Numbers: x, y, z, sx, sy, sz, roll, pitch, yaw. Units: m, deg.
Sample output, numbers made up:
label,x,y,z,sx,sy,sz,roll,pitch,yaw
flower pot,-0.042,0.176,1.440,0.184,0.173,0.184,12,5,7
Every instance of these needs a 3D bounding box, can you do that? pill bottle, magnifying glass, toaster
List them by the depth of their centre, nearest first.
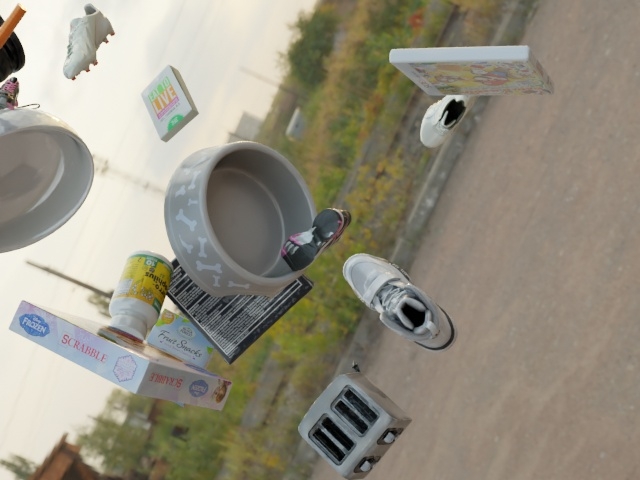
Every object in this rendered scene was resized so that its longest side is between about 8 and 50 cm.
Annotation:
label,x,y,z,sx,sy,sz,roll,pitch,yaw
magnifying glass,-0.623,-0.346,1.686,0.231,0.026,0.092,-47,29,12
toaster,0.065,0.368,1.837,0.168,0.185,0.110,-52,-22,8
pill bottle,-0.426,0.135,2.115,0.117,0.117,0.208,119,167,-52

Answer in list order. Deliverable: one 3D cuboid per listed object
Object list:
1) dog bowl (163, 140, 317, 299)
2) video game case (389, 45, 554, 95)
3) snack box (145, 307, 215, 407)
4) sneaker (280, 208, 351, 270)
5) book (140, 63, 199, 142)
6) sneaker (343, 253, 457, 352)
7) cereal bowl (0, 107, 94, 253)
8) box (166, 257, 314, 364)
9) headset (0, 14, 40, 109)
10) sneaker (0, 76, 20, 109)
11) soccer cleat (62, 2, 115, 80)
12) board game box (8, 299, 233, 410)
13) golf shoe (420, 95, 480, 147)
label,x,y,z,sx,sy,sz,roll,pitch,yaw
dog bowl,-0.147,-0.045,1.854,0.102,0.349,0.349,-21,38,45
video game case,0.255,-0.277,1.491,0.206,0.227,0.026,16,-101,-64
snack box,-0.390,0.313,2.412,0.070,0.174,0.207,105,-169,-68
sneaker,0.000,0.000,1.802,0.178,0.072,0.077,-37,-15,34
book,-0.316,-0.285,1.883,0.096,0.035,0.144,-39,56,15
sneaker,0.189,0.143,2.329,0.137,0.366,0.210,-51,-23,1
cereal bowl,-0.637,-0.137,1.818,0.339,0.141,0.339,-28,-29,-18
box,-0.218,0.106,2.326,0.296,0.294,0.183,-42,0,0
headset,-0.740,-0.356,1.901,0.243,0.185,0.394,-61,-30,-14
sneaker,-0.561,-0.267,1.617,0.057,0.047,0.119,-67,18,8
soccer cleat,-0.437,-0.362,1.646,0.068,0.076,0.196,-21,34,25
board game box,-0.375,0.225,1.736,0.066,0.318,0.318,-67,-25,-6
golf shoe,0.235,-0.233,1.723,0.176,0.069,0.086,-57,0,44
